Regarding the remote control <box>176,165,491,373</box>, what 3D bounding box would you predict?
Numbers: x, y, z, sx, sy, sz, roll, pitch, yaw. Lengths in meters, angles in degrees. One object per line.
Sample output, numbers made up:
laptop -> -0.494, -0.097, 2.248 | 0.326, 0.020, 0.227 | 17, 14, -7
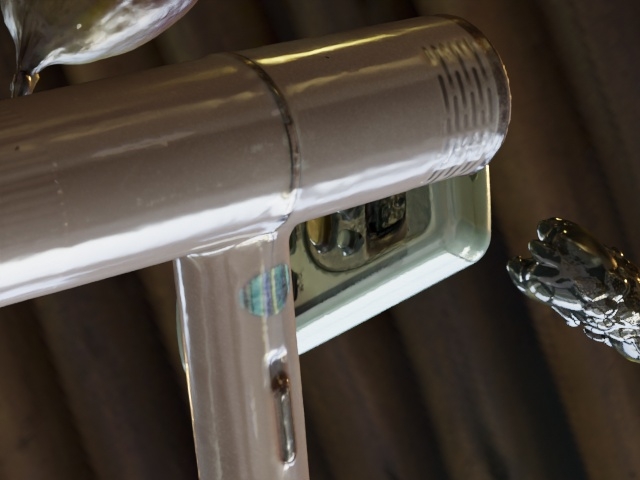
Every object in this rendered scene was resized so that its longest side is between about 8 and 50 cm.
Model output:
remote control -> 0.000, 0.000, 1.353 | 0.296, 0.056, 0.140 | -29, -131, 41

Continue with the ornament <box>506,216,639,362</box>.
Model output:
ornament -> 0.266, 0.069, 1.410 | 0.202, 0.236, 0.080 | 33, -89, -30

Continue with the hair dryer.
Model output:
hair dryer -> -0.042, 0.050, 0.570 | 0.053, 0.195, 0.220 | 32, -56, 39

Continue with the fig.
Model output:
fig -> -0.189, -0.190, 1.508 | 0.145, 0.274, 0.170 | 10, -27, 37
